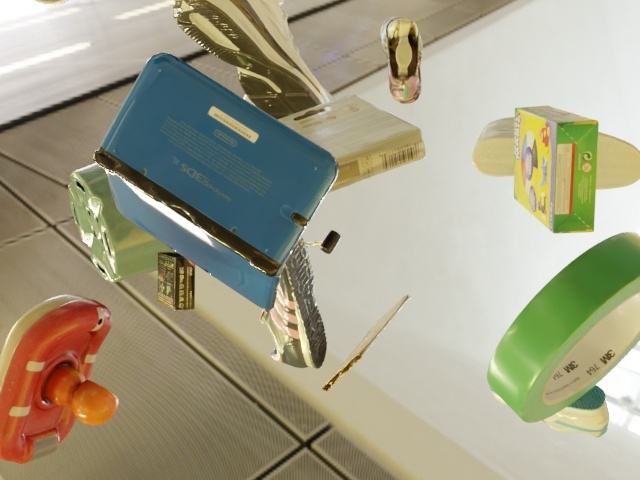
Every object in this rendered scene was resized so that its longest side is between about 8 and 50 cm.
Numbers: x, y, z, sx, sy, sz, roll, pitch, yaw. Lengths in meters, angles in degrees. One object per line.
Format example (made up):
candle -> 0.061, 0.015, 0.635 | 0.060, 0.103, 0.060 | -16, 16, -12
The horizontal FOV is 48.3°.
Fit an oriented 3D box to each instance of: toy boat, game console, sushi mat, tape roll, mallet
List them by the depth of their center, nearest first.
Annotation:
toy boat -> -0.331, 0.191, 0.938 | 0.151, 0.231, 0.151 | 20, -177, 18
game console -> -0.143, -0.071, 0.988 | 0.293, 0.250, 0.173 | 33, -174, 7
tape roll -> 0.396, 0.135, 1.072 | 0.321, 0.321, 0.077 | -20, -130, -28
sushi mat -> 0.114, 0.236, 1.690 | 0.019, 0.151, 0.316 | 44, -146, 5
mallet -> 0.000, 0.000, 1.998 | 0.062, 0.039, 0.189 | -54, -161, -10

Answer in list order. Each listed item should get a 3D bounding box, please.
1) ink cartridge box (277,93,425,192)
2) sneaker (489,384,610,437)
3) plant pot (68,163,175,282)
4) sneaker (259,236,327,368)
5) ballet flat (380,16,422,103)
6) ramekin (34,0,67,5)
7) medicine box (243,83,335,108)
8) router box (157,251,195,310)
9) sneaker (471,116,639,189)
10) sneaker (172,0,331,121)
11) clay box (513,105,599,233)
ink cartridge box -> 0.029, -0.160, 1.146 | 0.189, 0.066, 0.232 | -22, -153, -16
sneaker -> 0.421, 0.306, 1.331 | 0.228, 0.092, 0.087 | 8, -139, 45
plant pot -> -0.359, -0.079, 1.606 | 0.334, 0.341, 0.341 | -22, -139, -28
sneaker -> -0.080, 0.124, 1.492 | 0.131, 0.319, 0.112 | -2, -163, 25
ballet flat -> 0.152, -0.352, 1.308 | 0.076, 0.079, 0.222 | -2, -121, 3
ramekin -> -0.447, -0.488, 1.122 | 0.207, 0.207, 0.109 | 17, -121, 22
medicine box -> -0.100, -0.286, 1.792 | 0.149, 0.264, 0.289 | 19, -158, -31
router box -> -0.258, 0.071, 1.271 | 0.038, 0.092, 0.122 | 0, -176, -27
sneaker -> 0.433, -0.175, 1.312 | 0.292, 0.108, 0.169 | 8, -153, 12
sneaker -> -0.082, -0.429, 1.429 | 0.169, 0.447, 0.258 | 5, -112, 36
clay box -> 0.283, -0.097, 0.890 | 0.053, 0.128, 0.222 | -3, -165, 1
